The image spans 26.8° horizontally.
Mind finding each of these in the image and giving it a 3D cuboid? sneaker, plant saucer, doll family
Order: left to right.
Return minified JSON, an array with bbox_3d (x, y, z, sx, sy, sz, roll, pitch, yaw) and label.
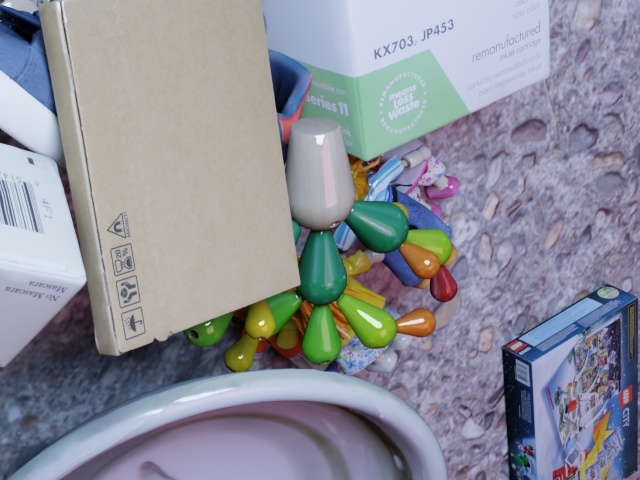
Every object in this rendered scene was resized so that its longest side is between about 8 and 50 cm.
[{"bbox_3d":[-0.123,-0.118,0.854,0.148,0.131,0.350,-60,151,5],"label":"sneaker"},{"bbox_3d":[-0.102,0.224,1.016,0.401,0.100,0.400,-15,133,-17],"label":"plant saucer"},{"bbox_3d":[0.033,0.007,1.072,0.163,0.118,0.263,38,82,-44],"label":"doll family"}]

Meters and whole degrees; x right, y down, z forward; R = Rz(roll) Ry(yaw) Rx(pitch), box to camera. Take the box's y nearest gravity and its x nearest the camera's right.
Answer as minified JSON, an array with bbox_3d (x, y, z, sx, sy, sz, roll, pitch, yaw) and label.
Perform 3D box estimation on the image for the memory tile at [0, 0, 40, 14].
[{"bbox_3d":[-0.200,-0.157,0.866,0.113,0.012,0.148,-29,126,-29],"label":"memory tile"}]

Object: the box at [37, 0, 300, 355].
[{"bbox_3d":[-0.082,-0.050,0.799,0.164,0.021,0.201,-19,105,-49],"label":"box"}]

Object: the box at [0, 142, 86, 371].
[{"bbox_3d":[-0.258,0.058,0.761,0.113,0.094,0.275,14,132,-42],"label":"box"}]

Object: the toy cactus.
[{"bbox_3d":[0.000,0.000,0.938,0.219,0.112,0.180,-11,117,-18],"label":"toy cactus"}]

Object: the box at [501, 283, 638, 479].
[{"bbox_3d":[0.266,0.181,1.411,0.159,0.044,0.233,-27,125,-31],"label":"box"}]

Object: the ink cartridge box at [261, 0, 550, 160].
[{"bbox_3d":[0.055,-0.262,0.970,0.207,0.119,0.353,-27,125,-30],"label":"ink cartridge box"}]
